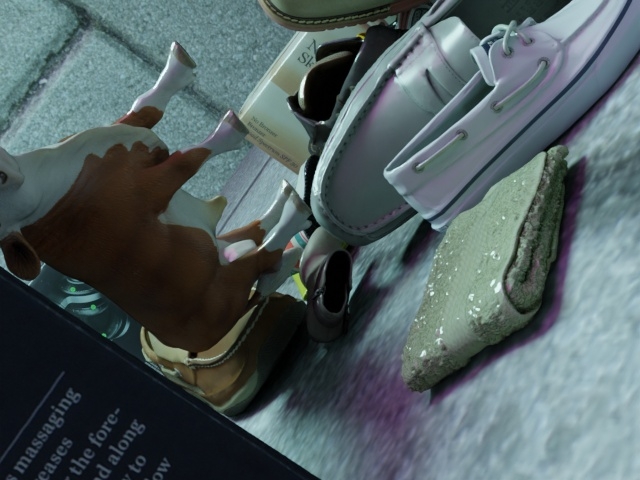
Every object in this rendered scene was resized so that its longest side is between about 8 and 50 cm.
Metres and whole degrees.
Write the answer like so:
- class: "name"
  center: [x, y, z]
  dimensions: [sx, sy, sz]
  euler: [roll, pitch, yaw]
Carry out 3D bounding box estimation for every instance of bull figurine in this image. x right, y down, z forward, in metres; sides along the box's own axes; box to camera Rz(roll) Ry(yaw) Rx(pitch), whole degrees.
- class: "bull figurine"
  center: [-0.124, -0.020, 0.682]
  dimensions: [0.188, 0.101, 0.310]
  euler: [-39, -34, 0]

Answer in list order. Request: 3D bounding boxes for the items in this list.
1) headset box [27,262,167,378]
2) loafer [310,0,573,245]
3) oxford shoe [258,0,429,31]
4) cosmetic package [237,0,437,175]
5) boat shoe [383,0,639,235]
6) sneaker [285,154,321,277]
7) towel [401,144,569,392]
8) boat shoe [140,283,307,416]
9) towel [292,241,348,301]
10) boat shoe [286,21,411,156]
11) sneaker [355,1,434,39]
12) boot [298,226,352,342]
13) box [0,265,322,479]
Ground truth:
- class: "headset box"
  center: [-0.288, 0.098, 1.350]
  dimensions: [0.131, 0.246, 0.283]
  euler: [-35, 22, 58]
- class: "loafer"
  center: [0.105, -0.131, 0.717]
  dimensions: [0.319, 0.112, 0.111]
  euler: [-53, 2, 1]
- class: "oxford shoe"
  center: [0.114, -0.305, 0.767]
  dimensions: [0.397, 0.140, 0.146]
  euler: [-30, -5, 5]
- class: "cosmetic package"
  center: [0.027, -0.241, 1.306]
  dimensions: [0.296, 0.153, 0.129]
  euler: [-50, 13, 27]
- class: "boat shoe"
  center: [0.131, -0.104, 0.614]
  dimensions: [0.226, 0.076, 0.083]
  euler: [-52, 11, 10]
- class: "sneaker"
  center: [-0.017, -0.024, 0.950]
  dimensions: [0.075, 0.057, 0.161]
  euler: [-46, 19, 29]
- class: "towel"
  center: [0.093, 0.013, 0.540]
  dimensions: [0.110, 0.027, 0.148]
  euler: [-45, 14, 43]
- class: "boat shoe"
  center: [-0.116, 0.096, 0.936]
  dimensions: [0.122, 0.120, 0.324]
  euler: [-59, 11, -22]
- class: "towel"
  center: [0.000, 0.000, 1.022]
  dimensions: [0.102, 0.021, 0.237]
  euler: [-59, 11, 5]
- class: "boat shoe"
  center: [0.042, -0.150, 0.956]
  dimensions: [0.132, 0.130, 0.355]
  euler: [-66, 13, -12]
- class: "sneaker"
  center: [0.070, -0.217, 1.192]
  dimensions: [0.225, 0.093, 0.088]
  euler: [-49, 11, 27]
- class: "boot"
  center: [0.008, 0.027, 0.762]
  dimensions: [0.087, 0.042, 0.118]
  euler: [111, 161, -64]
- class: "box"
  center: [-0.223, 0.126, 0.558]
  dimensions: [0.212, 0.395, 0.293]
  euler: [-56, 10, -15]
